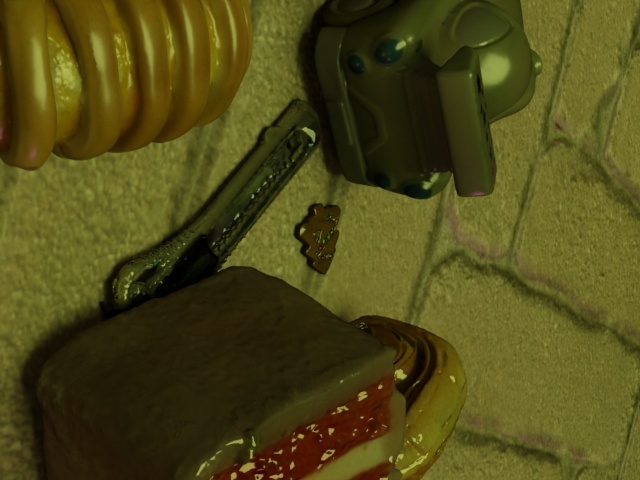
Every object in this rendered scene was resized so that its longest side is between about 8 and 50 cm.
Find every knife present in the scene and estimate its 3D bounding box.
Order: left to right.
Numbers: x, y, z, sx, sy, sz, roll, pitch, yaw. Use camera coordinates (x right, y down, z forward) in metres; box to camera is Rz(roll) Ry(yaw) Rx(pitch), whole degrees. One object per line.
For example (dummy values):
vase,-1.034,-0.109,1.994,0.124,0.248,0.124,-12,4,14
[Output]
knife,-0.095,-0.030,1.275,0.365,0.043,0.089,-50,137,-35

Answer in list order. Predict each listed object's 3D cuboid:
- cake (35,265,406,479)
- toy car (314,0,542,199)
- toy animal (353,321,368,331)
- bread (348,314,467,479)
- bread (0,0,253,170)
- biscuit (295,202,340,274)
cake,-0.089,0.193,1.151,0.309,0.230,0.237,-27,132,-41
toy car,0.166,-0.218,1.429,0.336,0.226,0.242,-45,133,-37
toy animal,-0.039,0.140,1.378,0.202,0.105,0.070,-47,177,-28
bread,0.064,0.196,1.427,0.236,0.198,0.120,-51,144,-36
bread,-0.177,-0.159,1.054,0.311,0.121,0.172,-27,122,-47
biscuit,0.000,0.000,1.442,0.082,0.016,0.092,-30,121,-48
